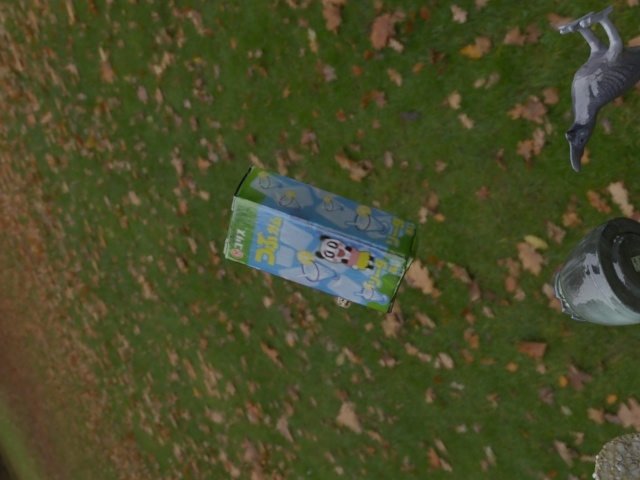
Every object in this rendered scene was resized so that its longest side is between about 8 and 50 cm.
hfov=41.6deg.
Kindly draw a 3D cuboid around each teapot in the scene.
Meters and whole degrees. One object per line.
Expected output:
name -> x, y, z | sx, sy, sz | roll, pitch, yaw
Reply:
teapot -> 0.311, 0.028, 0.915 | 0.111, 0.149, 0.108 | 30, 147, -16

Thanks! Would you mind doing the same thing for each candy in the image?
candy -> 0.000, 0.000, 0.894 | 0.194, 0.062, 0.097 | 19, 137, 3

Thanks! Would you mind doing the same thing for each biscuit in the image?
biscuit -> 0.419, 0.303, 1.055 | 0.152, 0.152, 0.020 | 44, 149, 38

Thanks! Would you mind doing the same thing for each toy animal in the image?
toy animal -> 0.514, -0.320, 1.486 | 0.206, 0.367, 0.081 | 45, 176, -17

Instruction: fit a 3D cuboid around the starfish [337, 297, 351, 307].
starfish -> 0.026, 0.063, 1.464 | 0.150, 0.053, 0.209 | 21, 153, 23
